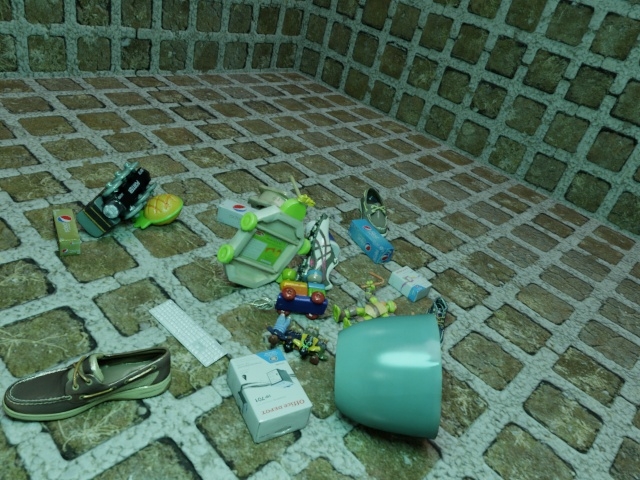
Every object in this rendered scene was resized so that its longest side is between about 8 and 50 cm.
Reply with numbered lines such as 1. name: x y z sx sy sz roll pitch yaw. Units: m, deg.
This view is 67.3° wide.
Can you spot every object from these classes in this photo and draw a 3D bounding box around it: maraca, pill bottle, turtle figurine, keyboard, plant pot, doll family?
1. maraca: -0.572 -0.100 1.689 0.186 0.099 0.127 -28 42 -13
2. pill bottle: 0.000 0.000 1.766 0.094 0.094 0.169 0 35 -23
3. turtle figurine: 0.151 0.217 1.498 0.217 0.087 0.269 -11 48 -23
4. keyboard: -0.362 0.247 1.306 0.256 0.014 0.072 33 36 28
5. plant pot: 0.155 0.319 1.170 0.235 0.293 0.293 2 31 6
6. doll family: -0.066 0.276 1.335 0.193 0.076 0.111 16 36 11

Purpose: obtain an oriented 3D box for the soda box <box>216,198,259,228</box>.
1. soda box: -0.274 -0.081 1.803 0.216 0.069 0.074 21 32 8

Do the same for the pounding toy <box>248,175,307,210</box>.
1. pounding toy: -0.134 -0.145 1.853 0.270 0.154 0.155 19 63 38

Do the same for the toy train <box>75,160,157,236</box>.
1. toy train: -0.685 -0.146 1.632 0.142 0.190 0.334 53 16 -25

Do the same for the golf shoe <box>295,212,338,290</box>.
1. golf shoe: 0.001 0.041 1.631 0.120 0.105 0.272 19 69 -12

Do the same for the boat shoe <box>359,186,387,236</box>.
1. boat shoe: 0.230 -0.125 2.059 0.109 0.091 0.305 8 32 -11

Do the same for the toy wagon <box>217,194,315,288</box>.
1. toy wagon: -0.146 -0.005 1.472 0.267 0.344 0.068 26 14 -48

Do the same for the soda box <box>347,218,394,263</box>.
1. soda box: 0.193 0.000 1.872 0.071 0.067 0.210 -6 38 -31

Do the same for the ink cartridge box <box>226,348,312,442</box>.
1. ink cartridge box: -0.126 0.366 1.156 0.140 0.082 0.190 -7 36 -31

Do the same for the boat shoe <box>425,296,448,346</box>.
1. boat shoe: 0.367 0.257 1.527 0.065 0.083 0.183 15 32 1

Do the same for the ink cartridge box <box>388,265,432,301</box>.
1. ink cartridge box: 0.316 0.152 1.701 0.089 0.052 0.122 -18 43 -41

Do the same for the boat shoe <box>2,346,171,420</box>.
1. boat shoe: -0.504 0.297 1.064 0.342 0.123 0.123 -2 35 -25

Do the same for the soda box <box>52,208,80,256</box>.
1. soda box: -0.797 -0.027 1.507 0.058 0.061 0.181 -7 38 -33

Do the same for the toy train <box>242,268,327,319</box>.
1. toy train: -0.105 0.145 1.460 0.248 0.105 0.143 9 46 -10
